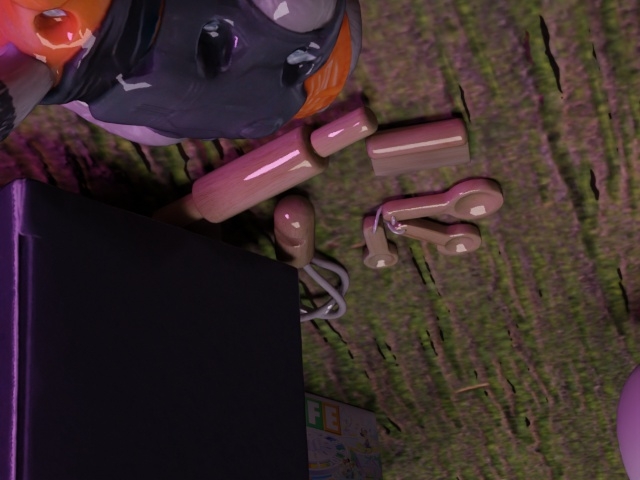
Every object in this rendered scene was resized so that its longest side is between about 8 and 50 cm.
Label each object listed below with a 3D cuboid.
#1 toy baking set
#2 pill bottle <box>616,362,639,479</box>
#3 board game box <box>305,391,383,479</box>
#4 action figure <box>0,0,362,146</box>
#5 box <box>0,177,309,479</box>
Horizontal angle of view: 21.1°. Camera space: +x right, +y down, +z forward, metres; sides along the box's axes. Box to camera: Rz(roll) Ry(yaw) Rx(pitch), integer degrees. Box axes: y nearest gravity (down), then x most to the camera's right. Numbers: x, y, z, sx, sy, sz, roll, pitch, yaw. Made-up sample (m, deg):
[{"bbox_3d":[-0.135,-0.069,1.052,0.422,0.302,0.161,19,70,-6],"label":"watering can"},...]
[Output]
[{"bbox_3d":[-0.003,-0.003,1.068,0.256,0.030,0.197,-23,146,25],"label":"toy baking set"},{"bbox_3d":[0.364,0.069,1.091,0.204,0.204,0.361,11,146,-27],"label":"pill bottle"},{"bbox_3d":[-0.018,0.162,1.274,0.154,0.103,0.026,20,141,-37],"label":"board game box"},{"bbox_3d":[-0.125,-0.077,0.754,0.330,0.178,0.341,-8,161,-38],"label":"action figure"},{"bbox_3d":[-0.207,0.187,1.068,0.212,0.293,0.395,19,147,-37],"label":"box"}]
